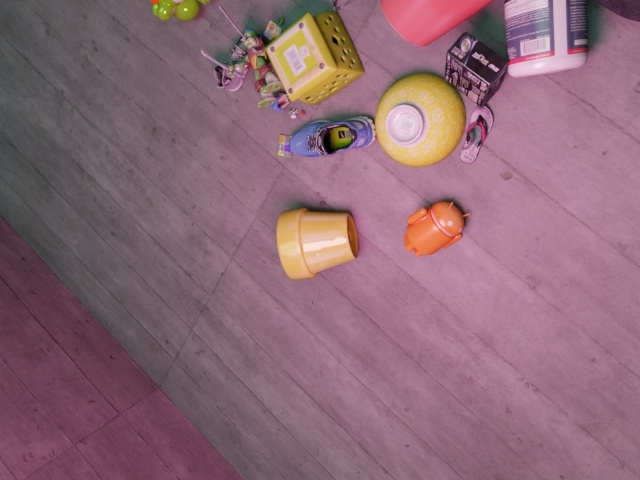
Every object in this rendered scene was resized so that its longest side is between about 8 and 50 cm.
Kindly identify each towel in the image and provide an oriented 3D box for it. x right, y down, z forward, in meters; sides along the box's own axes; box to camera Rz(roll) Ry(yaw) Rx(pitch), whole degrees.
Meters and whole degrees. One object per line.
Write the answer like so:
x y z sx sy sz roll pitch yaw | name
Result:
-0.132 -0.351 1.850 0.060 0.009 0.083 19 114 24 | towel

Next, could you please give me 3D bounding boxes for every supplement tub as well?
0.567 -0.564 1.260 0.191 0.191 0.273 0 106 30 | supplement tub

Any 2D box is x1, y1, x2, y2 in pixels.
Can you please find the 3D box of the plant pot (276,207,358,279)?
0.000 0.000 1.761 0.238 0.254 0.254 -9 101 17 | plant pot

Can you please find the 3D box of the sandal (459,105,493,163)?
0.465 -0.314 1.492 0.067 0.040 0.179 24 116 22 | sandal

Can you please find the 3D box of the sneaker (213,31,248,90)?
-0.312 -0.638 1.789 0.086 0.132 0.229 38 121 15 | sneaker

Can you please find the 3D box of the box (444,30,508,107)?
0.424 -0.467 1.376 0.147 0.180 0.077 43 95 13 | box

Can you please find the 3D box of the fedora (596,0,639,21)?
0.750 -0.601 1.134 0.333 0.334 0.153 27 147 21 | fedora

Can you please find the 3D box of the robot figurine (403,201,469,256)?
0.362 -0.039 1.590 0.219 0.128 0.158 -41 83 33 | robot figurine

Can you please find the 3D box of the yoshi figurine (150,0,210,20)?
-0.468 -0.948 1.790 0.202 0.204 0.362 27 109 -25 | yoshi figurine

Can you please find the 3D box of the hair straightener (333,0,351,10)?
0.070 -0.817 1.523 0.089 0.047 0.231 29 137 21 | hair straightener

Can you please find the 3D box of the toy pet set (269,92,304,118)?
-0.129 -0.482 1.745 0.114 0.065 0.122 29 154 39 | toy pet set

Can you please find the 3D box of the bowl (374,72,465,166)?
0.280 -0.357 1.519 0.289 0.156 0.290 10 111 27 | bowl

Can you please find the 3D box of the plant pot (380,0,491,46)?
0.310 -0.683 1.345 0.243 0.275 0.275 -35 87 44 | plant pot

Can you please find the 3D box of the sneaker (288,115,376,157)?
0.014 -0.347 1.680 0.329 0.147 0.130 -5 103 38 | sneaker

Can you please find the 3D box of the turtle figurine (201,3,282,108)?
-0.254 -0.588 1.671 0.197 0.274 0.266 -33 77 31 | turtle figurine

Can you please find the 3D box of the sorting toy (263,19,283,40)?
-0.162 -0.739 1.739 0.062 0.012 0.083 43 122 12 | sorting toy

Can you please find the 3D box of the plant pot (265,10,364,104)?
-0.030 -0.580 1.598 0.227 0.207 0.228 -25 93 33 | plant pot
